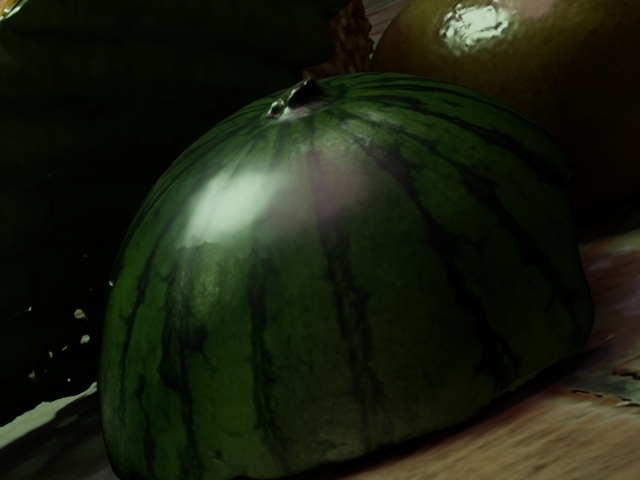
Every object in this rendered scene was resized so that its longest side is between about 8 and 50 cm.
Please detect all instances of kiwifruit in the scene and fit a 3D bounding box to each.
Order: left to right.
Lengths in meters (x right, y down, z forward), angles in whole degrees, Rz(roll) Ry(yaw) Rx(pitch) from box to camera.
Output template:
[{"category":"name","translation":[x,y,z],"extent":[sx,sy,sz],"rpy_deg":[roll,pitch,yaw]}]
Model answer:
[{"category":"kiwifruit","translation":[0.149,-0.105,1.216],"extent":[0.234,0.196,0.196],"rpy_deg":[-17,10,47]}]

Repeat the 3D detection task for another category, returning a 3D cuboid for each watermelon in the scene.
[{"category":"watermelon","translation":[0.000,0.000,1.049],"extent":[0.331,0.189,0.331],"rpy_deg":[-16,7,2]}]

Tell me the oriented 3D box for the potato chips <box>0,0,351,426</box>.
[{"category":"potato chips","translation":[-0.123,-0.027,1.162],"extent":[0.097,0.373,0.389],"rpy_deg":[31,42,27]}]

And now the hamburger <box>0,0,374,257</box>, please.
[{"category":"hamburger","translation":[-0.119,-0.127,1.494],"extent":[0.330,0.330,0.250],"rpy_deg":[-30,9,-37]}]
